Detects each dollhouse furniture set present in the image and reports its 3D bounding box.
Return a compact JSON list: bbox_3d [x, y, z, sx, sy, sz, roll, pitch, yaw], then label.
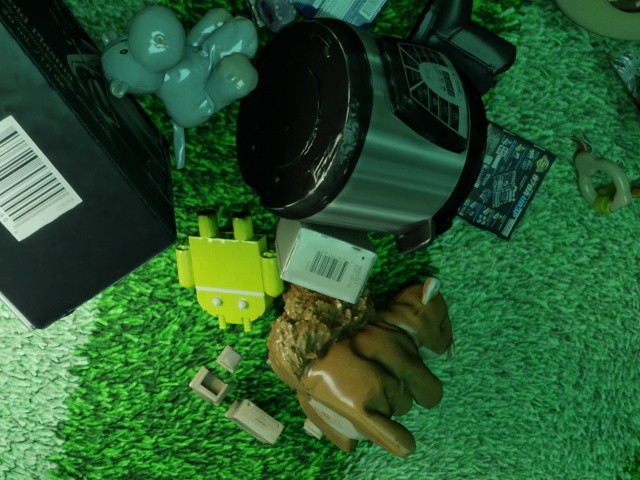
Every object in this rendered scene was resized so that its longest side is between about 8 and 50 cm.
[{"bbox_3d":[-0.078,0.276,1.816,0.303,0.174,0.355,36,72,-3],"label":"dollhouse furniture set"}]

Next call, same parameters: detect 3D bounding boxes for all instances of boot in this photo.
[{"bbox_3d":[0.311,-0.435,1.595,0.207,0.094,0.246,27,110,-10],"label":"boot"}]

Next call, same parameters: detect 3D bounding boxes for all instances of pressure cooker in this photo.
[{"bbox_3d":[0.099,-0.200,1.486,0.421,0.375,0.369,9,109,-38],"label":"pressure cooker"}]

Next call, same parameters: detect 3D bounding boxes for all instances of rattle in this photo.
[{"bbox_3d":[0.633,-0.170,1.736,0.143,0.130,0.199,-27,83,-8],"label":"rattle"}]

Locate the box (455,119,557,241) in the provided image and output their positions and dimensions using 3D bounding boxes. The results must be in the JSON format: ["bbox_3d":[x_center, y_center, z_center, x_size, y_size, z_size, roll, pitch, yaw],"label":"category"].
[{"bbox_3d":[0.384,-0.129,1.728,0.175,0.051,0.220,23,104,-13],"label":"box"}]

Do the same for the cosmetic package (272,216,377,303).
[{"bbox_3d":[0.000,0.000,1.591,0.160,0.309,0.113,20,104,-11],"label":"cosmetic package"}]

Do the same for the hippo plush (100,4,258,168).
[{"bbox_3d":[-0.280,-0.333,1.444,0.237,0.234,0.294,19,136,-39],"label":"hippo plush"}]

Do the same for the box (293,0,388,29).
[{"bbox_3d":[0.012,-0.499,1.572,0.225,0.036,0.136,34,101,-17],"label":"box"}]

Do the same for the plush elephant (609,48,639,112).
[{"bbox_3d":[0.779,-0.310,1.595,0.255,0.272,0.330,-35,99,17],"label":"plush elephant"}]

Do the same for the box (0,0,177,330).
[{"bbox_3d":[-0.501,-0.193,1.352,0.297,0.471,0.479,-32,119,3],"label":"box"}]

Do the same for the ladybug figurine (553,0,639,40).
[{"bbox_3d":[0.650,-0.555,1.560,0.450,0.162,0.304,-6,109,-4],"label":"ladybug figurine"}]

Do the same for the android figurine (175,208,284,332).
[{"bbox_3d":[-0.192,0.069,1.687,0.248,0.056,0.272,6,112,21],"label":"android figurine"}]

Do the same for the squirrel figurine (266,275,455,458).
[{"bbox_3d":[0.098,0.200,1.650,0.397,0.281,0.370,42,65,-3],"label":"squirrel figurine"}]

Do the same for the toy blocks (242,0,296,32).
[{"bbox_3d":[0.019,-0.539,1.353,0.309,0.260,0.288,-32,122,-19],"label":"toy blocks"}]
